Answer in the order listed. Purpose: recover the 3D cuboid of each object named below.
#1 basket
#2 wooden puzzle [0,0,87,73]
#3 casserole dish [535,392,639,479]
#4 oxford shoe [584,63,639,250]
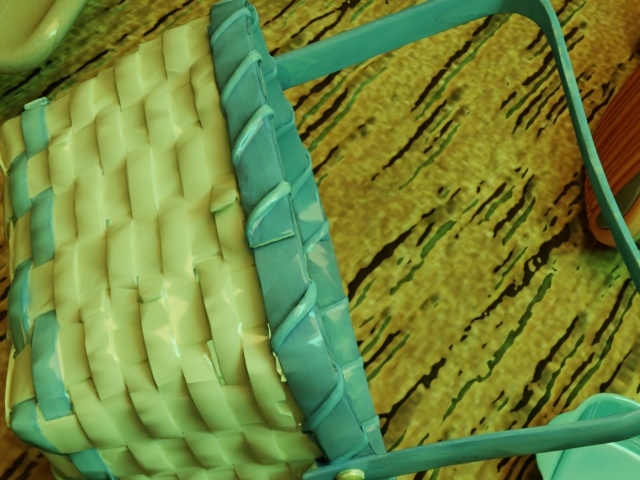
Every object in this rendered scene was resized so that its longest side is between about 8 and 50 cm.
[{"bbox_3d":[0.000,0.000,0.546,0.289,0.201,0.255,-16,55,9],"label":"basket"},{"bbox_3d":[-0.283,-0.251,0.757,0.348,0.080,0.322,17,50,2],"label":"wooden puzzle"},{"bbox_3d":[0.197,0.163,0.611,0.188,0.037,0.114,31,51,8],"label":"casserole dish"},{"bbox_3d":[0.291,-0.108,0.796,0.132,0.130,0.364,34,52,0],"label":"oxford shoe"}]
